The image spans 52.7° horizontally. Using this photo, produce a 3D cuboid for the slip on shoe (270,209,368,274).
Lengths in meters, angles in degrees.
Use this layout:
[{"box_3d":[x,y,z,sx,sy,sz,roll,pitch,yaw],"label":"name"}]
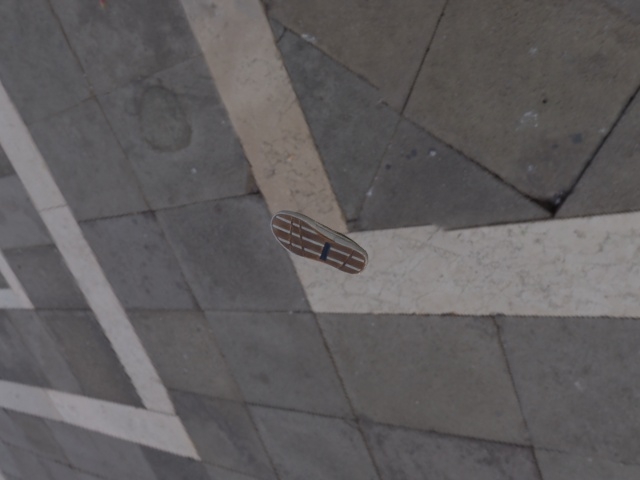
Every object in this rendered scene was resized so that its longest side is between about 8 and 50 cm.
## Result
[{"box_3d":[0.000,0.000,0.836,0.136,0.041,0.051,23,109,2],"label":"slip on shoe"}]
